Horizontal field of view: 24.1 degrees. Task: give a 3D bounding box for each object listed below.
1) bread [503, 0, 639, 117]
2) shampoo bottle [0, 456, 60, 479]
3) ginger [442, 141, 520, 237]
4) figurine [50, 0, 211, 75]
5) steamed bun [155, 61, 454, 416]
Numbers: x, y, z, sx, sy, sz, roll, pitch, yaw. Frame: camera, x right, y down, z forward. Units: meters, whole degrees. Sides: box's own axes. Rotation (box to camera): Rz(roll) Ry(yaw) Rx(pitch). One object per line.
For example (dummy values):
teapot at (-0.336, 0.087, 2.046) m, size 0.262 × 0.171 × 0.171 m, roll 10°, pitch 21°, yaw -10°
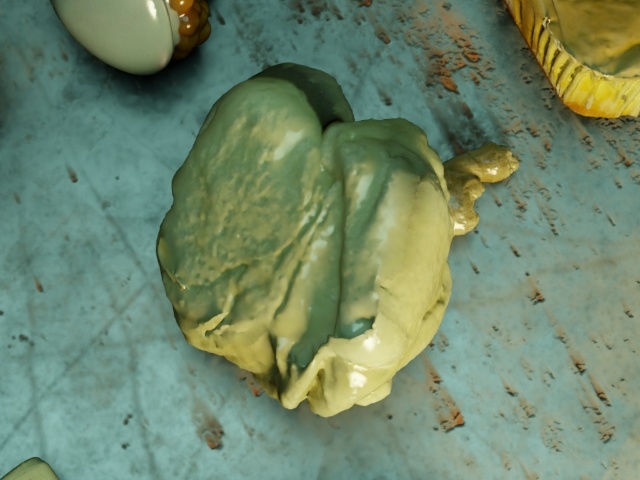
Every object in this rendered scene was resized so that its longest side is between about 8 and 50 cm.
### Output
bread at (0.308, -0.278, 1.733) m, size 0.204 × 0.156 × 0.288 m, roll -19°, pitch 73°, yaw -15°
shampoo bottle at (-0.264, 0.348, 1.567) m, size 0.118 × 0.087 × 0.234 m, roll -41°, pitch 80°, yaw -15°
ginger at (0.159, -0.054, 1.704) m, size 0.165 × 0.067 × 0.096 m, roll -27°, pitch 55°, yaw -9°
figurine at (-0.199, -0.367, 1.754) m, size 0.205 × 0.224 × 0.381 m, roll 2°, pitch 48°, yaw 21°
steamed bun at (0.000, 0.006, 1.590) m, size 0.372 × 0.230 × 0.324 m, roll 34°, pitch 98°, yaw 38°
